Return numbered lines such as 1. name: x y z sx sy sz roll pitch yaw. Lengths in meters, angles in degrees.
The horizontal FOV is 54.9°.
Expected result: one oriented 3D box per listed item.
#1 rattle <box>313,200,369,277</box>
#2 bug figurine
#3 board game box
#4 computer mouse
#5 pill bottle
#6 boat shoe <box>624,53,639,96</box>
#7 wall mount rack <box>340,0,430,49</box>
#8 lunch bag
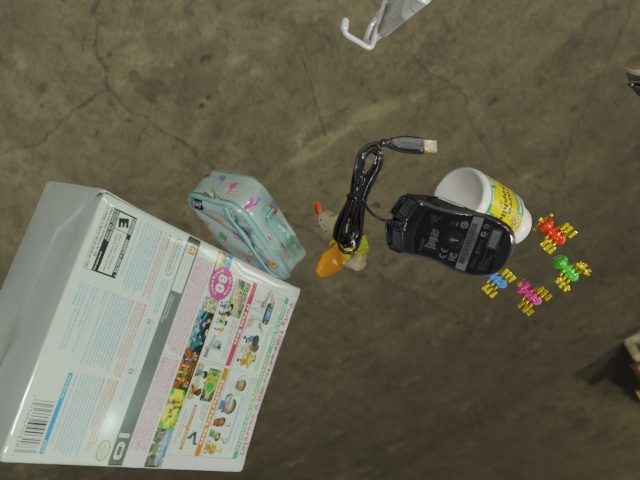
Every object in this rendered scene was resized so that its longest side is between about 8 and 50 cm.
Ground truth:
1. rattle: 0.000 0.000 1.323 0.143 0.200 0.130 -38 146 -15
2. bug figurine: 0.573 0.071 1.650 0.279 0.072 0.216 -40 103 17
3. board game box: -0.166 0.104 0.622 0.098 0.223 0.303 10 165 35
4. computer mouse: 0.158 -0.055 0.888 0.262 0.060 0.184 10 108 -1
5. pill bottle: 0.320 -0.056 1.188 0.208 0.117 0.117 20 129 -44
6. boat shoe: 0.693 -0.344 1.284 0.103 0.285 0.092 -9 104 26
7. wall mount rack: 0.166 -0.601 1.357 0.131 0.304 0.350 25 156 -24
8. lunch bag: -0.166 -0.035 1.411 0.108 0.224 0.279 -52 134 -20
